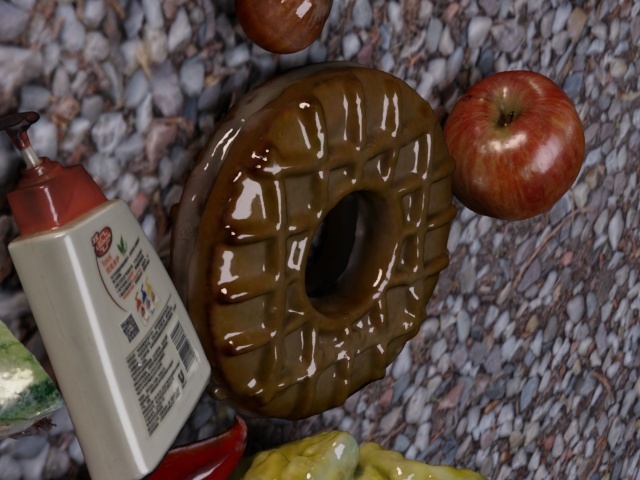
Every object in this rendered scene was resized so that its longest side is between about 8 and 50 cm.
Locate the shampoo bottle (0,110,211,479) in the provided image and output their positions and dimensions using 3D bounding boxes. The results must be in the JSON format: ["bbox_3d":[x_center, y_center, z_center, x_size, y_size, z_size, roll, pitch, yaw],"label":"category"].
[{"bbox_3d":[-0.177,0.026,0.975,0.284,0.071,0.153,66,28,-21],"label":"shampoo bottle"}]

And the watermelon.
[{"bbox_3d":[-0.261,0.104,0.966,0.098,0.121,0.158,-35,176,-16],"label":"watermelon"}]

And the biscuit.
[{"bbox_3d":[0.000,0.000,1.168,0.332,0.103,0.332,-22,121,-42],"label":"biscuit"}]

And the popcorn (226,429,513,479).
[{"bbox_3d":[-0.011,0.294,1.179,0.293,0.237,0.293,-27,129,-38],"label":"popcorn"}]

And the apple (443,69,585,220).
[{"bbox_3d":[0.192,-0.090,1.323,0.146,0.146,0.131,-49,142,-23],"label":"apple"}]

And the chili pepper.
[{"bbox_3d":[-0.210,0.217,1.026,0.368,0.092,0.137,-10,132,-55],"label":"chili pepper"}]

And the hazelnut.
[{"bbox_3d":[-0.027,-0.193,1.071,0.086,0.086,0.086,-23,122,-42],"label":"hazelnut"}]
